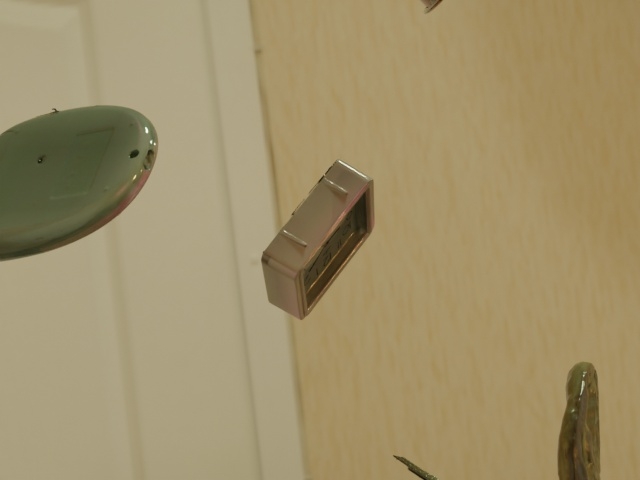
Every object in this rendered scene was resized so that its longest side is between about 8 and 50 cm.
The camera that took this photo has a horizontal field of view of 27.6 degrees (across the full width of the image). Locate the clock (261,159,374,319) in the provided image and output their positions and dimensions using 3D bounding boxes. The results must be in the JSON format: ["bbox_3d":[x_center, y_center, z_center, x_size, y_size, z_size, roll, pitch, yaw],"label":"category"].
[{"bbox_3d":[0.000,0.000,1.864,0.063,0.197,0.150,30,-24,19],"label":"clock"}]

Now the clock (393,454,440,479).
[{"bbox_3d":[0.111,0.251,1.393,0.083,0.010,0.074,36,-6,-34],"label":"clock"}]

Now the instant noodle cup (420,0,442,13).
[{"bbox_3d":[0.134,-0.429,1.562,0.250,0.192,0.250,-51,6,7],"label":"instant noodle cup"}]

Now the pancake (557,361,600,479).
[{"bbox_3d":[0.390,0.335,1.937,0.049,0.295,0.294,-3,1,16],"label":"pancake"}]

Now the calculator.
[{"bbox_3d":[-0.294,-0.061,1.361,0.298,0.186,0.041,-7,-39,32],"label":"calculator"}]
